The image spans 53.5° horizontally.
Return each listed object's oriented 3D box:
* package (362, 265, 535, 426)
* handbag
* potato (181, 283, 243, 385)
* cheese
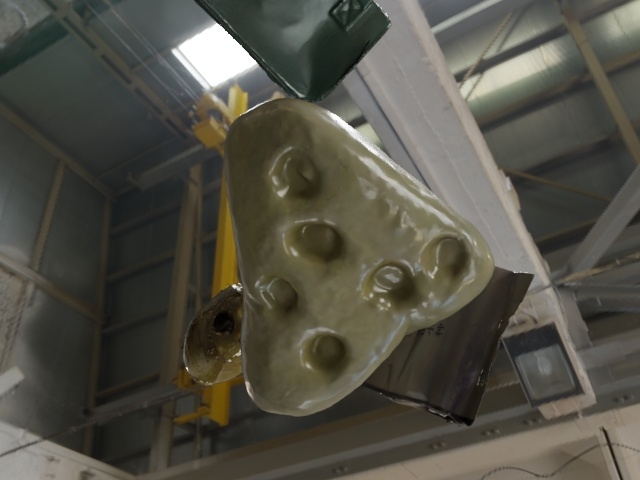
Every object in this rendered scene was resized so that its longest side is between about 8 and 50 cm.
[{"bbox_3d":[0.163,0.131,0.851,0.251,0.062,0.203,0,-118,63],"label":"package"},{"bbox_3d":[-0.056,-0.422,1.113,0.238,0.326,0.089,-46,-156,5],"label":"handbag"},{"bbox_3d":[-0.174,0.179,1.181,0.173,0.140,0.300,-44,180,-36],"label":"potato"},{"bbox_3d":[-0.025,0.020,0.739,0.351,0.328,0.129,-39,-159,16],"label":"cheese"}]
